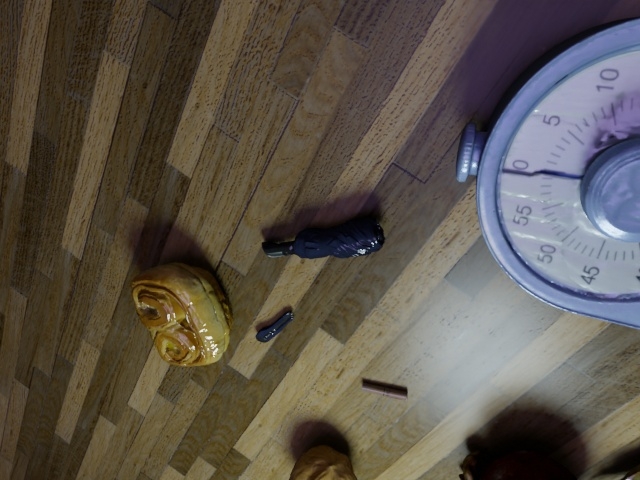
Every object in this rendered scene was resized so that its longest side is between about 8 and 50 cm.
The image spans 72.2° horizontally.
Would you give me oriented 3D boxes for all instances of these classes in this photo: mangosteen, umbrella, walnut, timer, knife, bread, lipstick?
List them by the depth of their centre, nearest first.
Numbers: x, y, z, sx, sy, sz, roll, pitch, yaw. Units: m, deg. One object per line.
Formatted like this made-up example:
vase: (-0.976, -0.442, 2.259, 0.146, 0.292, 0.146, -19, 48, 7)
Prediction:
timer: (0.363, -0.080, 0.550, 0.394, 0.173, 0.395, 8, 117, 17)
umbrella: (0.000, 0.008, 0.794, 0.248, 0.071, 0.071, -12, 108, 29)
mangosteen: (0.360, 0.491, 0.808, 0.257, 0.215, 0.215, 9, 122, 56)
lipstick: (0.131, 0.311, 0.902, 0.094, 0.019, 0.019, 6, 115, 18)
knife: (-0.096, 0.182, 0.931, 0.031, 0.018, 0.121, 44, 119, -5)
bread: (-0.289, 0.155, 0.933, 0.198, 0.120, 0.236, -10, 110, 26)
walnut: (0.004, 0.556, 0.987, 0.159, 0.159, 0.207, 23, 124, 10)

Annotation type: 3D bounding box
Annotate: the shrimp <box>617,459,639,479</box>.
shrimp: (0.593, 0.422, 0.755, 0.248, 0.068, 0.150, -31, 105, 24)
